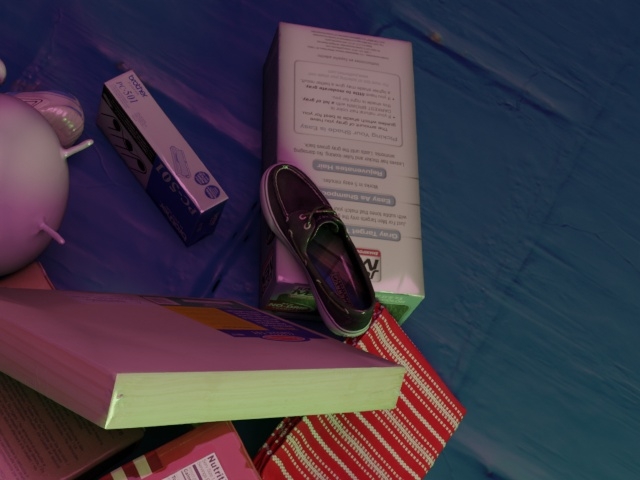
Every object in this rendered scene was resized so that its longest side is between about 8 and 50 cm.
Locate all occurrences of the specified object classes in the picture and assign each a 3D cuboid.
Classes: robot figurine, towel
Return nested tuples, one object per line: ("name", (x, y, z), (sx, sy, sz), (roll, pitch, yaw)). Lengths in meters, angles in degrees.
("robot figurine", (-0.425, -0.065, 1.274), (0.354, 0.200, 0.299), (4, 77, 12))
("towel", (0.052, 0.231, 1.361), (0.199, 0.031, 0.275), (52, 57, -20))

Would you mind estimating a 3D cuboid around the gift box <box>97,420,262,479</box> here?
("gift box", (-0.158, 0.336, 1.165), (0.276, 0.258, 0.255), (-22, 74, -10))

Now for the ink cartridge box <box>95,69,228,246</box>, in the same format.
("ink cartridge box", (-0.198, -0.101, 1.456), (0.046, 0.097, 0.207), (-32, 77, -28))

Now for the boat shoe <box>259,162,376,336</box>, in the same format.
("boat shoe", (0.000, 0.000, 1.350), (0.080, 0.076, 0.228), (-15, 70, -22))

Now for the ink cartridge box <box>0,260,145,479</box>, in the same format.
("ink cartridge box", (-0.333, 0.172, 1.279), (0.193, 0.088, 0.234), (-29, 76, -23))

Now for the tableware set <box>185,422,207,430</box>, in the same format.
("tableware set", (-0.175, 0.159, 1.315), (0.169, 0.020, 0.141), (27, 26, -43))

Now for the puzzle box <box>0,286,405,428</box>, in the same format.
("puzzle box", (-0.137, 0.112, 1.187), (0.409, 0.272, 0.052), (7, 98, -50))

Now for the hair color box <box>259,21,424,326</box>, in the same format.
("hair color box", (0.023, -0.085, 1.508), (0.185, 0.113, 0.374), (6, 62, -13))

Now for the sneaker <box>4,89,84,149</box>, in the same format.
("sneaker", (-0.406, -0.135, 1.430), (0.237, 0.085, 0.086), (-9, 28, -13))
